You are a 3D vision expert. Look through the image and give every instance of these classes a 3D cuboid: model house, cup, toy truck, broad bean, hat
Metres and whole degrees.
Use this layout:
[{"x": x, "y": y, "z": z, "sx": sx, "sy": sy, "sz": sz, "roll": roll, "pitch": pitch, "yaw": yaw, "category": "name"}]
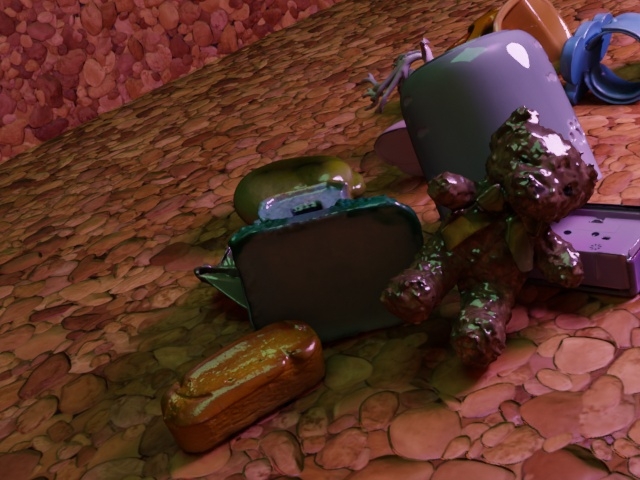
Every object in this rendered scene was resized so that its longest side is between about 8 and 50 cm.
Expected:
[{"x": 0.000, "y": 0.000, "z": 1.306, "sx": 0.280, "sy": 0.230, "sz": 0.249, "roll": -12, "pitch": 32, "yaw": -3, "category": "model house"}, {"x": 0.283, "y": -0.180, "z": 1.404, "sx": 0.259, "sy": 0.275, "sz": 0.356, "roll": -22, "pitch": 1, "yaw": 7, "category": "cup"}, {"x": 0.421, "y": -0.418, "z": 1.871, "sx": 0.288, "sy": 0.204, "sz": 0.211, "roll": -43, "pitch": 9, "yaw": -37, "category": "toy truck"}, {"x": -0.047, "y": -0.098, "z": 1.688, "sx": 0.291, "sy": 0.119, "sz": 0.238, "roll": 4, "pitch": 33, "yaw": 41, "category": "broad bean"}, {"x": -0.085, "y": 0.059, "z": 1.461, "sx": 0.214, "sy": 0.149, "sz": 0.245, "roll": -38, "pitch": 69, "yaw": -17, "category": "hat"}]

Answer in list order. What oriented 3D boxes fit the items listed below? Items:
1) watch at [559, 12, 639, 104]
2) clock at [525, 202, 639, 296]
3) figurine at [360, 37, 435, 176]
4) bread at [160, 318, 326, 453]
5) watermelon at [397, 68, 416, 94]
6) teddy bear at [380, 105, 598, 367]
[{"x": 0.620, "y": -0.372, "z": 1.754, "sx": 0.193, "sy": 0.211, "sz": 0.211, "roll": 22, "pitch": 44, "yaw": 34, "category": "watch"}, {"x": 0.391, "y": 0.008, "z": 1.234, "sx": 0.193, "sy": 0.073, "sz": 0.144, "roll": 7, "pitch": 35, "yaw": 43, "category": "clock"}, {"x": 0.203, "y": -0.284, "z": 1.775, "sx": 0.284, "sy": 0.206, "sz": 0.316, "roll": -41, "pitch": 22, "yaw": 52, "category": "figurine"}, {"x": -0.104, "y": 0.198, "z": 1.164, "sx": 0.245, "sy": 0.094, "sz": 0.102, "roll": -28, "pitch": 32, "yaw": -21, "category": "bread"}, {"x": 0.240, "y": -0.377, "z": 2.097, "sx": 0.094, "sy": 0.081, "sz": 0.180, "roll": -32, "pitch": -14, "yaw": 14, "category": "watermelon"}, {"x": 0.243, "y": -0.005, "z": 1.123, "sx": 0.246, "sy": 0.223, "sz": 0.296, "roll": 33, "pitch": 47, "yaw": 6, "category": "teddy bear"}]
